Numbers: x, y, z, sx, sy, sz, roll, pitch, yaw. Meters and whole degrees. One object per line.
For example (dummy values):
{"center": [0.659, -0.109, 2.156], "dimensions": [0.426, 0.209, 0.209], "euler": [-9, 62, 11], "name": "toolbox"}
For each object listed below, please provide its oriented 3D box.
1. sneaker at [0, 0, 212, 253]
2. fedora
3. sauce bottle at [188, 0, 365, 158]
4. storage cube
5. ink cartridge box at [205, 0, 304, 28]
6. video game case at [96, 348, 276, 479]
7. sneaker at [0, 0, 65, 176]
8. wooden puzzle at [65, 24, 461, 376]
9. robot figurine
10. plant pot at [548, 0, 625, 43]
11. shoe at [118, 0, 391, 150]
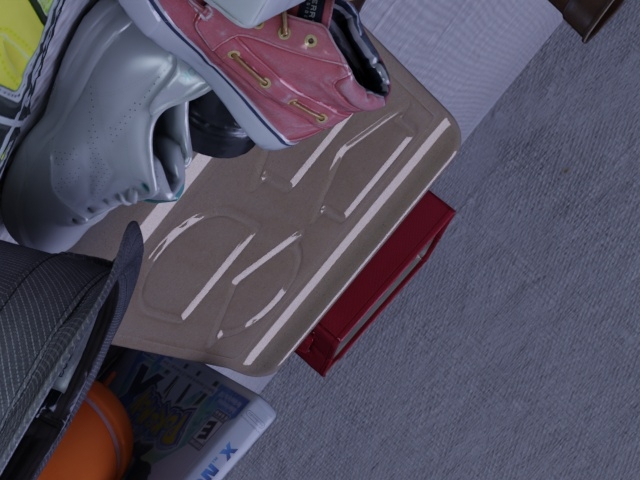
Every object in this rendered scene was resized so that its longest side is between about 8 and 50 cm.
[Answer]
{"center": [-0.124, -0.045, 0.735], "dimensions": [0.080, 0.094, 0.212], "euler": [-44, 171, -46], "name": "sneaker"}
{"center": [-0.200, 0.074, 0.663], "dimensions": [0.244, 0.124, 0.275], "euler": [-61, -178, -3], "name": "fedora"}
{"center": [-0.009, -0.183, 0.687], "dimensions": [0.111, 0.111, 0.344], "euler": [-42, 171, -44], "name": "sauce bottle"}
{"center": [0.000, 0.000, 1.305], "dimensions": [0.215, 0.193, 0.183], "euler": [-48, 172, -16], "name": "storage cube"}
{"center": [-0.026, -0.188, 0.540], "dimensions": [0.150, 0.109, 0.063], "euler": [-55, 174, 33], "name": "ink cartridge box"}
{"center": [-0.215, 0.234, 1.201], "dimensions": [0.300, 0.036, 0.329], "euler": [-48, -156, -13], "name": "video game case"}
{"center": [-0.138, -0.060, 0.398], "dimensions": [0.147, 0.145, 0.385], "euler": [-43, 172, -38], "name": "sneaker"}
{"center": [-0.053, -0.040, 1.040], "dimensions": [0.322, 0.080, 0.348], "euler": [-51, 151, 6], "name": "wooden puzzle"}
{"center": [-0.250, 0.198, 1.079], "dimensions": [0.128, 0.158, 0.219], "euler": [-21, -170, 32], "name": "robot figurine"}
{"center": [0.305, -0.351, 1.450], "dimensions": [0.167, 0.165, 0.167], "euler": [-48, 172, -8], "name": "plant pot"}
{"center": [-0.035, -0.119, 0.635], "dimensions": [0.081, 0.178, 0.063], "euler": [-18, -133, 27], "name": "shoe"}
